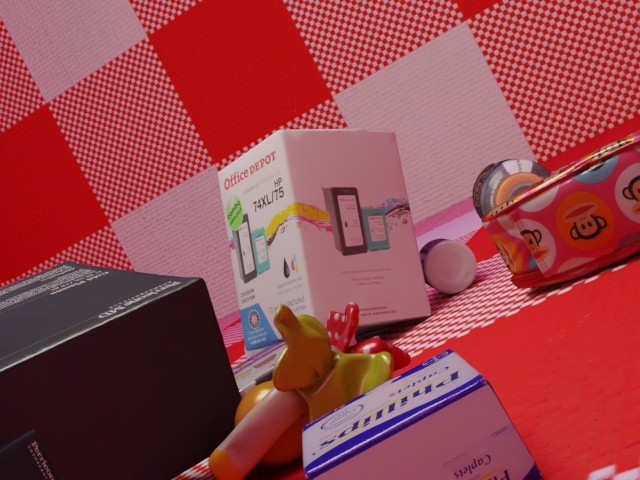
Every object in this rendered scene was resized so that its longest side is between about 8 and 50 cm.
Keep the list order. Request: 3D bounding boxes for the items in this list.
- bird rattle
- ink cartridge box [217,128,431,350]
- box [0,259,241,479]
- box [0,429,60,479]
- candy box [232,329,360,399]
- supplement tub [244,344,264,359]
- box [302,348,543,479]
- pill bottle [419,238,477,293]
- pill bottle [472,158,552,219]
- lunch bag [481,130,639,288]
[{"bbox_3d":[-0.025,0.145,0.918,0.207,0.143,0.253,-44,-1,-1],"label":"bird rattle"},{"bbox_3d":[0.000,0.000,1.355,0.197,0.270,0.198,-3,-13,-33],"label":"ink cartridge box"},{"bbox_3d":[-0.311,0.169,0.975,0.343,0.179,0.312,-26,17,-35],"label":"box"},{"bbox_3d":[-0.244,0.244,0.699,0.093,0.156,0.158,-26,2,10],"label":"box"},{"bbox_3d":[-0.058,0.177,1.150,0.159,0.071,0.233,-28,1,-26],"label":"candy box"},{"bbox_3d":[-0.071,0.170,1.555,0.071,0.071,0.107,-29,2,-30],"label":"supplement tub"},{"bbox_3d":[0.059,0.137,0.628,0.126,0.072,0.137,-28,3,-1],"label":"box"},{"bbox_3d":[0.185,0.036,1.436,0.078,0.078,0.137,-28,2,0],"label":"pill bottle"},{"bbox_3d":[0.323,-0.070,1.581,0.130,0.130,0.245,-27,2,6],"label":"pill bottle"},{"bbox_3d":[0.353,-0.063,1.114,0.293,0.120,0.258,-27,1,35],"label":"lunch bag"}]
